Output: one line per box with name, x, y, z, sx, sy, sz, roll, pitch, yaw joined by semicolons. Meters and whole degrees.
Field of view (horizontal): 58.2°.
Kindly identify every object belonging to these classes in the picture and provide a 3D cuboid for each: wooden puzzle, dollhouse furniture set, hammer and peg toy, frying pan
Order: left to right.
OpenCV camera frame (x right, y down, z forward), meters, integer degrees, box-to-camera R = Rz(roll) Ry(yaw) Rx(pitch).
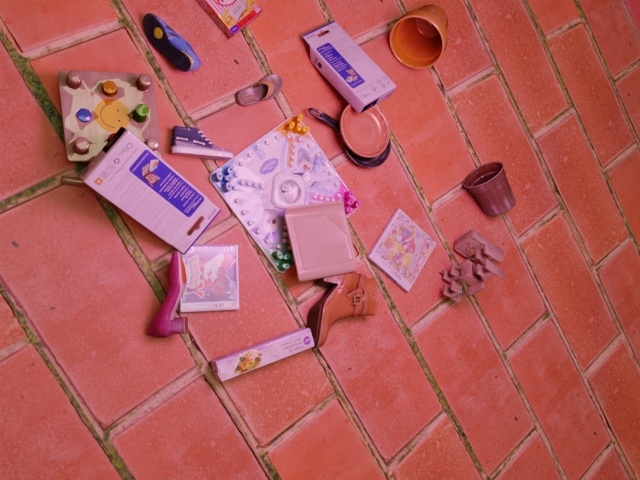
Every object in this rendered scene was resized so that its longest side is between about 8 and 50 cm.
hammer and peg toy;-0.579;-0.290;1.589;0.266;0.127;0.361;-5;87;-28
wooden puzzle;0.000;0.000;1.850;0.221;0.044;0.238;-9;86;-29
frying pan;0.102;-0.349;2.000;0.326;0.053;0.197;-2;84;-26
dollhouse furniture set;0.585;0.105;2.118;0.161;0.212;0.242;32;44;-20

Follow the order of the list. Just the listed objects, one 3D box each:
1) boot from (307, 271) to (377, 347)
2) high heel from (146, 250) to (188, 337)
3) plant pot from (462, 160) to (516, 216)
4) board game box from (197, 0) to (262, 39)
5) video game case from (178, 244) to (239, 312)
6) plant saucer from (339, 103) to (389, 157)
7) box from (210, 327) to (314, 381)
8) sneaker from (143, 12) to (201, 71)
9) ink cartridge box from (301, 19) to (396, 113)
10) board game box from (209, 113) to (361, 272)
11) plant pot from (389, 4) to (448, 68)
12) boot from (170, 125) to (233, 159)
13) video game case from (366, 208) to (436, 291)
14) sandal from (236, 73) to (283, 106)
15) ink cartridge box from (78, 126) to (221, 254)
boot;0.078;0.229;1.901;0.220;0.109;0.283;17;67;-26
high heel;-0.444;0.154;1.643;0.117;0.082;0.243;-4;90;1
plant pot;0.665;-0.192;2.225;0.167;0.167;0.165;-45;112;-24
board game box;-0.302;-0.766;1.836;0.193;0.045;0.146;48;66;-15
video game case;-0.335;0.112;1.733;0.184;0.023;0.201;0;84;-28
plant saucer;0.148;-0.381;1.984;0.200;0.037;0.199;6;78;-29
box;-0.175;0.347;1.767;0.324;0.067;0.063;-16;93;-29
sneaker;-0.447;-0.598;1.740;0.209;0.069;0.082;47;33;-6
ink cartridge box;0.091;-0.599;1.979;0.165;0.065;0.332;-35;80;-27
board game box;-0.098;-0.160;1.874;0.390;0.050;0.390;-41;103;-26
plant pot;0.384;-0.774;2.128;0.205;0.205;0.188;45;51;-17
boot;-0.355;-0.296;1.741;0.190;0.069;0.086;4;85;-26
video game case;0.296;0.035;2.073;0.206;0.026;0.227;41;67;-18
sandal;-0.190;-0.488;1.862;0.180;0.049;0.072;-32;99;-27
ink cartridge box;-0.460;-0.129;1.597;0.175;0.069;0.371;-52;129;-7
